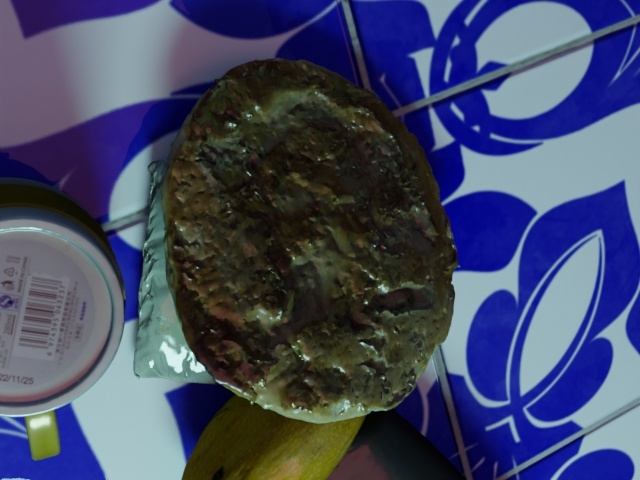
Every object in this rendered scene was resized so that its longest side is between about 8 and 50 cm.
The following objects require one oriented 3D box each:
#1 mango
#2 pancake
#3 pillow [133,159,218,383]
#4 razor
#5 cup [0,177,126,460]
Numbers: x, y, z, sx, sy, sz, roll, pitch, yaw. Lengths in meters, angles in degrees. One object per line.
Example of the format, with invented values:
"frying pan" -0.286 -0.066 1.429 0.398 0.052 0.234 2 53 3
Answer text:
"mango" -0.042 0.193 0.875 0.109 0.157 0.262 46 66 -19
"pancake" 0.001 0.000 0.833 0.356 0.065 0.356 8 74 -28
"pillow" -0.116 0.034 0.857 0.128 0.051 0.229 2 102 -22
"razor" 0.091 0.341 0.989 0.204 0.113 0.349 -44 116 -6
"cup" -0.245 0.070 0.708 0.185 0.226 0.241 -13 100 -21
